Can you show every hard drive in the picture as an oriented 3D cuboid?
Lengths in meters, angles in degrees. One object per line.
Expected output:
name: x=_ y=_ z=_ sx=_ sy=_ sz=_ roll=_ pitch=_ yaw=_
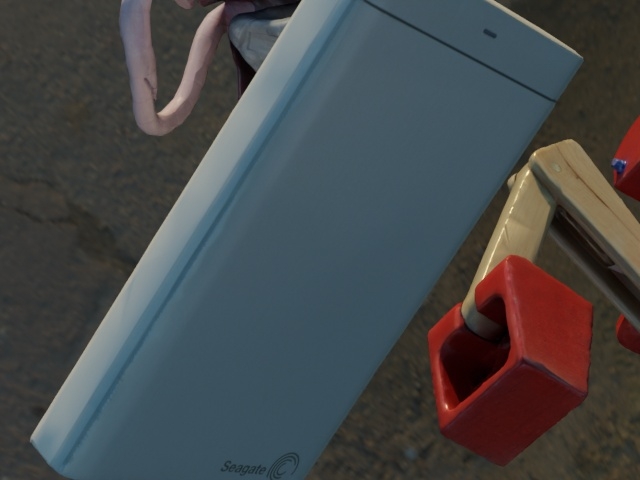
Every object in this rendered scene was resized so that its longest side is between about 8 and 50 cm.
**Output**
hard drive: x=0.000 y=0.000 z=0.960 sx=0.047 sy=0.233 sz=0.353 roll=42 pitch=105 yaw=34

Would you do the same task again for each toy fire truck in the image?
toy fire truck: x=0.110 y=0.006 z=0.553 sx=0.135 sy=0.047 sz=0.192 roll=25 pitch=43 yaw=-16

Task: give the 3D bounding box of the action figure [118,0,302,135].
action figure: x=-0.012 y=-0.182 z=1.170 sx=0.275 sy=0.248 sz=0.370 roll=-3 pitch=42 yaw=-7
